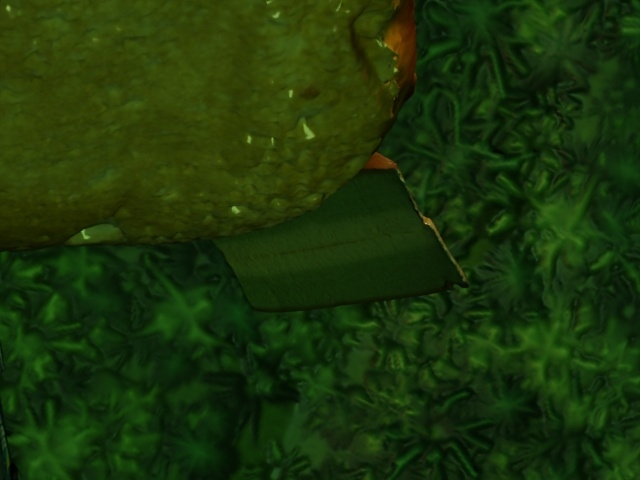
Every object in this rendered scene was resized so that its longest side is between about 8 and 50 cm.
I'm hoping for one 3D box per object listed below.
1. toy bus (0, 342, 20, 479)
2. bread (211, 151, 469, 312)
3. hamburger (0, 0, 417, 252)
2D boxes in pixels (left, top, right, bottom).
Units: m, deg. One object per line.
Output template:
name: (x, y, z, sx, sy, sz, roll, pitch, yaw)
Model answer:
toy bus: (-0.175, 0.098, 0.816, 0.051, 0.061, 0.153, -8, 104, -6)
bread: (0.002, 0.001, 0.797, 0.084, 0.139, 0.074, -33, 108, -6)
hamburger: (-0.120, -0.113, 0.694, 0.314, 0.170, 0.290, -5, 136, -11)
